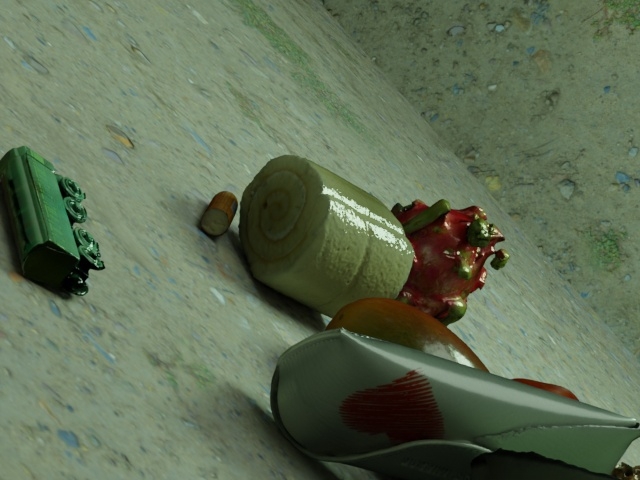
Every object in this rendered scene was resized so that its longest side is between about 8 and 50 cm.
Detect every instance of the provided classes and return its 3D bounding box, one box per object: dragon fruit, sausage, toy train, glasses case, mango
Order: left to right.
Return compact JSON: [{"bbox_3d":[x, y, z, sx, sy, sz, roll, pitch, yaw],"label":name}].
[{"bbox_3d":[-0.206,-0.013,1.042,0.071,0.038,0.148,31,19,-37],"label":"toy train"},{"bbox_3d":[-0.103,-0.030,1.423,0.031,0.031,0.107,43,12,-7],"label":"sausage"},{"bbox_3d":[0.133,0.023,1.666,0.160,0.172,0.166,47,14,11],"label":"dragon fruit"},{"bbox_3d":[0.114,0.173,1.263,0.289,0.129,0.146,55,0,3],"label":"mango"},{"bbox_3d":[0.116,0.156,1.122,0.308,0.128,0.083,17,56,-13],"label":"glasses case"}]

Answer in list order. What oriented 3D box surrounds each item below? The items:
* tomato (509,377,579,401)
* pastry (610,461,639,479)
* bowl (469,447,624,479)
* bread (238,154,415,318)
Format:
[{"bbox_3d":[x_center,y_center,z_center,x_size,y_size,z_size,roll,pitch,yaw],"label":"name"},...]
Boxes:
[{"bbox_3d":[0.287,0.224,1.718,0.166,0.082,0.174,38,17,-25],"label":"tomato"},{"bbox_3d":[0.385,0.341,1.417,0.275,0.193,0.275,41,12,-11],"label":"pastry"},{"bbox_3d":[0.239,0.303,0.965,0.354,0.185,0.354,23,-15,7],"label":"bowl"},{"bbox_3d":[0.000,0.000,1.419,0.141,0.134,0.148,29,10,-39],"label":"bread"}]
